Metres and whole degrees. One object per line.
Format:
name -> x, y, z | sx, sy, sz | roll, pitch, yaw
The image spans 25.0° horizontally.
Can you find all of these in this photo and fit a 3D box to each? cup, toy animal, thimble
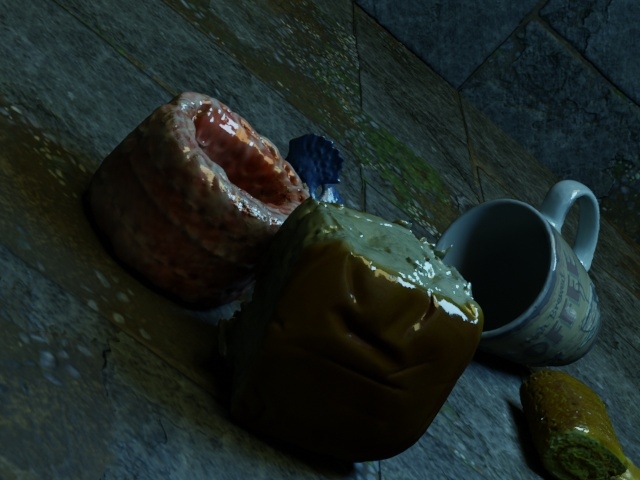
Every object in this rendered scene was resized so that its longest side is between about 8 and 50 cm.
cup -> 0.338, 0.054, 2.230 | 0.227, 0.301, 0.257 | 35, 1, 42
toy animal -> 0.000, 0.000, 1.824 | 0.255, 0.176, 0.239 | 50, 23, -17
thimble -> -0.140, -0.045, 1.679 | 0.239, 0.162, 0.239 | 38, 24, -20

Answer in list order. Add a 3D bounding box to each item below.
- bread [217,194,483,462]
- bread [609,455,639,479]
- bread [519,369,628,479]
bread -> 0.026, 0.104, 1.593 | 0.279, 0.250, 0.225 | 22, 22, -35
bread -> 0.453, 0.359, 2.166 | 0.132, 0.053, 0.074 | 41, 20, -14
bread -> 0.360, 0.274, 2.082 | 0.132, 0.103, 0.172 | 34, 21, -19
